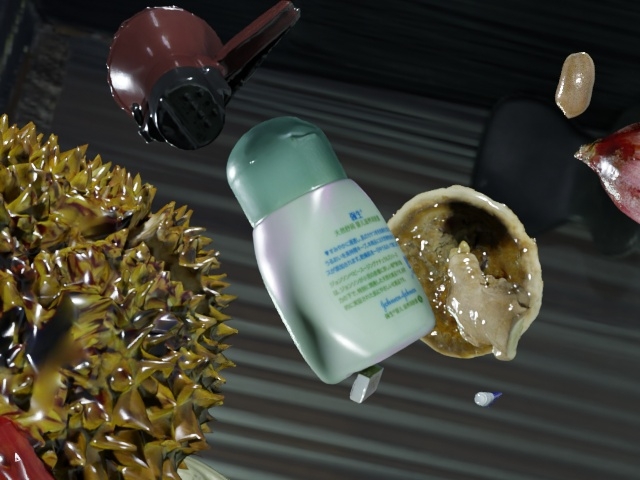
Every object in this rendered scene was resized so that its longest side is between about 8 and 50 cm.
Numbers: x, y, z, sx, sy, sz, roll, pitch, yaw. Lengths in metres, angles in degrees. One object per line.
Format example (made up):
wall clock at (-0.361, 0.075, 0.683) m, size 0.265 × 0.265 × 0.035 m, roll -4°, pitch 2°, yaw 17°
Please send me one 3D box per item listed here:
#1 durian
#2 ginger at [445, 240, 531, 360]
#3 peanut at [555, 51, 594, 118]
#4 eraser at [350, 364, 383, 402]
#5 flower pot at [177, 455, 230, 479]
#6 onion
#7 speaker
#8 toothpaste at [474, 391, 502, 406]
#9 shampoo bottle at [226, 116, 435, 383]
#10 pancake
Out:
durian at (-0.242, 0.086, 0.574) m, size 0.347 × 0.384 × 0.347 m, roll 164°, pitch 90°, yaw -73°
ginger at (0.260, 0.103, 1.477) m, size 0.213 × 0.074 × 0.137 m, roll 44°, pitch 118°, yaw 45°
peanut at (0.562, -0.342, 1.972) m, size 0.076 × 0.076 × 0.152 m, roll -81°, pitch -6°, yaw -58°
eraser at (0.064, 0.192, 1.208) m, size 0.083 × 0.019 × 0.038 m, roll -9°, pitch -63°, yaw -71°
flower pot at (-0.182, 0.339, 0.740) m, size 0.244 × 0.307 × 0.307 m, roll -24°, pitch -52°, yaw -72°
onion at (0.466, -0.104, 1.293) m, size 0.159 × 0.195 × 0.159 m, roll 19°, pitch -90°, yaw -81°
speaker at (-0.162, -0.234, 1.308) m, size 0.329 × 0.259 × 0.198 m, roll -137°, pitch 33°, yaw -61°
toothpaste at (0.195, 0.183, 1.036) m, size 0.024 × 0.015 × 0.083 m, roll -49°, pitch -24°, yaw 5°
shampoo bottle at (0.000, 0.000, 1.178) m, size 0.222 × 0.349 × 0.151 m, roll -22°, pitch -8°, yaw -47°
pancake at (0.270, 0.064, 1.757) m, size 0.065 × 0.356 × 0.356 m, roll -29°, pitch -44°, yaw -61°
